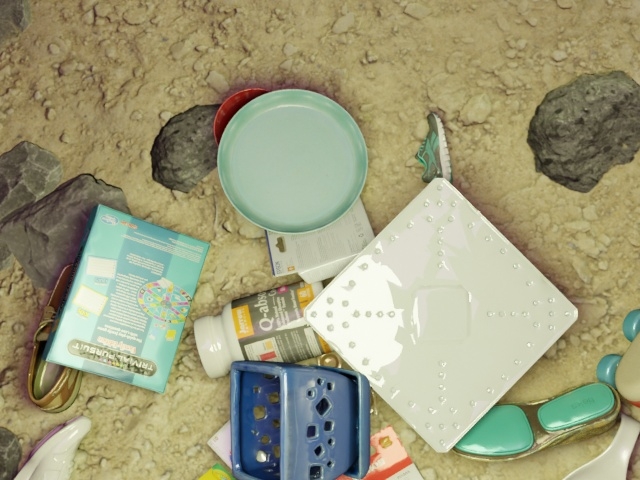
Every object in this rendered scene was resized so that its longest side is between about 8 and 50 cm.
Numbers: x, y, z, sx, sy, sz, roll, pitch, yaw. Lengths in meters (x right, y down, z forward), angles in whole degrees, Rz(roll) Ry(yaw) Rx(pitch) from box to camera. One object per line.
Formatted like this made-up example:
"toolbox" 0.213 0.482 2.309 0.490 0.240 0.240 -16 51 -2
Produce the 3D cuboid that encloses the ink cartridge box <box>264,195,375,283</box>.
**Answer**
"ink cartridge box" 0.000 0.000 1.933 0.224 0.045 0.223 -16 35 1

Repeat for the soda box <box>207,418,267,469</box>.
"soda box" -0.131 0.467 1.884 0.074 0.069 0.216 -45 77 -7

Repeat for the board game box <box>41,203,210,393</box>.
"board game box" -0.406 0.125 1.929 0.254 0.079 0.335 21 78 -22

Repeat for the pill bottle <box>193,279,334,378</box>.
"pill bottle" -0.110 0.187 1.903 0.279 0.162 0.162 -16 75 1

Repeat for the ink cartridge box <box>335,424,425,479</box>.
"ink cartridge box" 0.125 0.514 1.857 0.181 0.056 0.224 -30 77 -3

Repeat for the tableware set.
"tableware set" 0.056 0.295 1.932 0.169 0.020 0.141 0 77 5

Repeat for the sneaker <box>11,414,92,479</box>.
"sneaker" -0.558 0.504 1.910 0.152 0.114 0.305 37 87 -1

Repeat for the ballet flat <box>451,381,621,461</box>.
"ballet flat" 0.426 0.375 1.828 0.349 0.123 0.123 -18 75 7

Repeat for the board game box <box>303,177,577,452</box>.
"board game box" 0.233 0.144 1.800 0.390 0.050 0.390 45 87 1

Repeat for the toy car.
"toy car" 0.721 0.272 1.811 0.238 0.219 0.210 36 81 -16

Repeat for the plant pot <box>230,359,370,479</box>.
"plant pot" -0.033 0.347 1.760 0.212 0.236 0.235 2 87 -30

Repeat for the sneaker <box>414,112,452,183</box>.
"sneaker" 0.242 -0.200 2.016 0.076 0.065 0.166 -9 74 7

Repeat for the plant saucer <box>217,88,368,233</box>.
"plant saucer" -0.059 -0.166 1.955 0.318 0.043 0.317 0 80 -2

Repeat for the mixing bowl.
"mixing bowl" -0.142 -0.235 2.035 0.182 0.098 0.181 0 79 -2

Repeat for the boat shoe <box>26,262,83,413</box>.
"boat shoe" -0.549 0.206 1.961 0.123 0.120 0.323 6 77 7

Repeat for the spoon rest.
"spoon rest" 0.554 0.465 1.811 0.137 0.084 0.276 28 80 11

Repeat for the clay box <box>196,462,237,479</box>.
"clay box" -0.213 0.533 1.811 0.127 0.222 0.053 39 125 12
